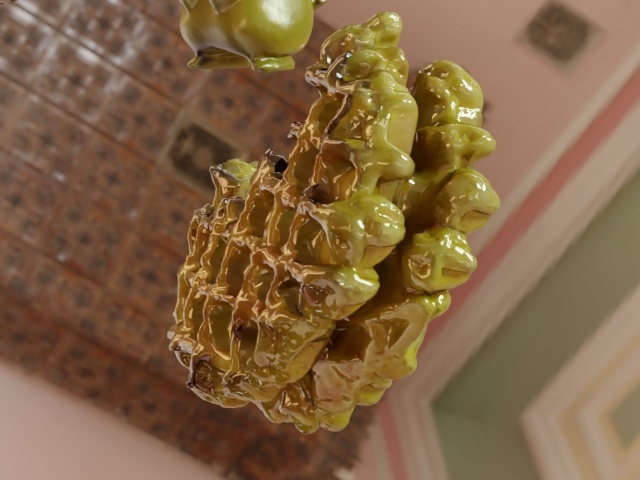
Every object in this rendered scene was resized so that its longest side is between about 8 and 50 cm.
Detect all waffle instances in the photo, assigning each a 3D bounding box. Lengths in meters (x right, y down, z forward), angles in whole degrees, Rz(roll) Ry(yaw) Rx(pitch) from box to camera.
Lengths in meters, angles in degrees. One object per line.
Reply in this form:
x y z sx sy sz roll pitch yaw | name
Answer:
0.000 0.000 1.261 0.324 0.151 0.261 -48 -154 47 | waffle

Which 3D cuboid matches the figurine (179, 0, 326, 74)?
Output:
-0.086 -0.353 1.884 0.218 0.326 0.169 8 -152 44 | figurine

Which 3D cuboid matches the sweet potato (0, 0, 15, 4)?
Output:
-0.341 -0.318 1.787 0.075 0.075 0.273 -64 -173 -12 | sweet potato
